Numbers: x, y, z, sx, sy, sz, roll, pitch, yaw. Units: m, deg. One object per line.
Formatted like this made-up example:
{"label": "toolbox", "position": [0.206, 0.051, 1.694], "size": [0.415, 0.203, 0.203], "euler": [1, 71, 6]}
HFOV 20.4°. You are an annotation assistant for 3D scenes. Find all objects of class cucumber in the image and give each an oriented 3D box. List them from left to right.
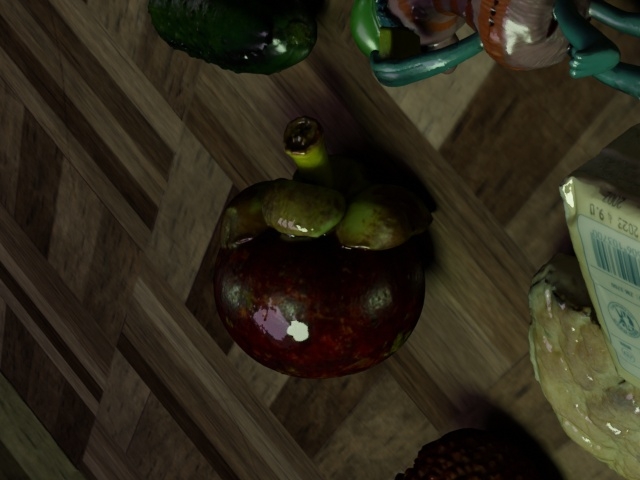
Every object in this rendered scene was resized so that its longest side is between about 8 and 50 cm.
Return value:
{"label": "cucumber", "position": [-0.069, -0.152, 1.223], "size": [0.227, 0.069, 0.069], "euler": [22, 143, 60]}

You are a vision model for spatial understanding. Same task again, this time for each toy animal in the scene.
{"label": "toy animal", "position": [0.086, -0.108, 0.910], "size": [0.208, 0.103, 0.100], "euler": [23, 152, 47]}

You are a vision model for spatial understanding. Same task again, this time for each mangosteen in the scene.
{"label": "mangosteen", "position": [0.001, 0.003, 1.236], "size": [0.146, 0.156, 0.181], "euler": [-69, -26, -86]}

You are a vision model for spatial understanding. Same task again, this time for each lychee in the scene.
{"label": "lychee", "position": [0.112, 0.199, 1.306], "size": [0.129, 0.123, 0.123], "euler": [16, 138, 50]}

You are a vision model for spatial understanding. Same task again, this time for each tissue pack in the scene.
{"label": "tissue pack", "position": [0.222, 0.034, 0.854], "size": [0.196, 0.092, 0.148], "euler": [31, 150, 48]}

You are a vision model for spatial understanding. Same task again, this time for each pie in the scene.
{"label": "pie", "position": [0.203, 0.103, 1.057], "size": [0.218, 0.052, 0.185], "euler": [34, 149, 36]}
